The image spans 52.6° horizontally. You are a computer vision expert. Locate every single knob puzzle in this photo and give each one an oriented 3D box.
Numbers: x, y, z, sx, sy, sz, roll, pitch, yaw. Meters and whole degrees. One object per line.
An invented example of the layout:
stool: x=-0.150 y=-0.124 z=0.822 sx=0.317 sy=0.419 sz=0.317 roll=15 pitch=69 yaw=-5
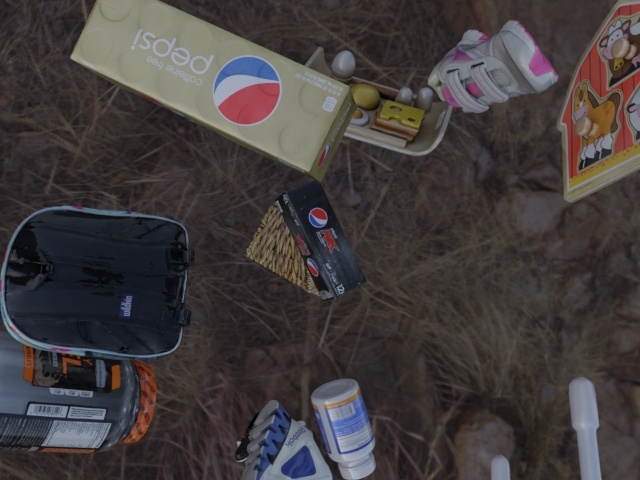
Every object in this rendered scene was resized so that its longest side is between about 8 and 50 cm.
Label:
knob puzzle: x=0.290 y=-0.156 z=0.631 sx=0.029 sy=0.213 sz=0.213 roll=13 pitch=86 yaw=-16

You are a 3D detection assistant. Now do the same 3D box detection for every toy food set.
toy food set: x=0.109 y=-0.289 z=1.279 sx=0.220 sy=0.306 sz=0.092 roll=-65 pitch=170 yaw=-49

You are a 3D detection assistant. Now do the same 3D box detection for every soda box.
soda box: x=0.000 y=0.000 z=0.936 sx=0.060 sy=0.053 sz=0.169 roll=-25 pitch=90 yaw=-25
soda box: x=-0.070 y=-0.107 z=0.439 sx=0.181 sy=0.058 sz=0.061 roll=26 pitch=93 yaw=7

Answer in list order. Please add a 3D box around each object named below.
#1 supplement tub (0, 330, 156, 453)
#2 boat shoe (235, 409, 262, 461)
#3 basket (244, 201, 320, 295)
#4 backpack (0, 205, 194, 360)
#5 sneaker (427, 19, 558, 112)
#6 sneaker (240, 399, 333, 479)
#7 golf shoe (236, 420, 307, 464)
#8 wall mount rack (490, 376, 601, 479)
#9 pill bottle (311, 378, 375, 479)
supplement tub: x=-0.498 y=0.289 z=1.213 sx=0.338 sy=0.207 sz=0.207 roll=18 pitch=84 yaw=-39
boat shoe: x=-0.161 y=0.452 z=1.497 sx=0.133 sy=0.048 sz=0.042 roll=-51 pitch=123 yaw=-44
basket: x=-0.040 y=0.020 z=1.842 sx=0.214 sy=0.223 sz=0.299 roll=-62 pitch=165 yaw=-3
backpack: x=-0.338 y=0.065 z=0.962 sx=0.253 sy=0.191 sz=0.225 roll=9 pitch=76 yaw=-29
sneaker: x=0.230 y=-0.225 z=0.894 sx=0.111 sy=0.252 sz=0.103 roll=-43 pitch=106 yaw=1
sneaker: x=-0.068 y=0.491 z=1.284 sx=0.182 sy=0.127 sz=0.316 roll=30 pitch=48 yaw=-13
golf shoe: x=-0.119 y=0.489 z=1.617 sx=0.186 sy=0.067 sz=0.086 roll=-22 pitch=72 yaw=-27
wall mount rack: x=0.207 y=0.284 z=0.450 sx=0.130 sy=0.350 sz=0.304 roll=-27 pitch=62 yaw=-20
pill bottle: x=0.079 y=0.572 z=1.960 sx=0.152 sy=0.152 sz=0.272 roll=-21 pitch=99 yaw=-30
